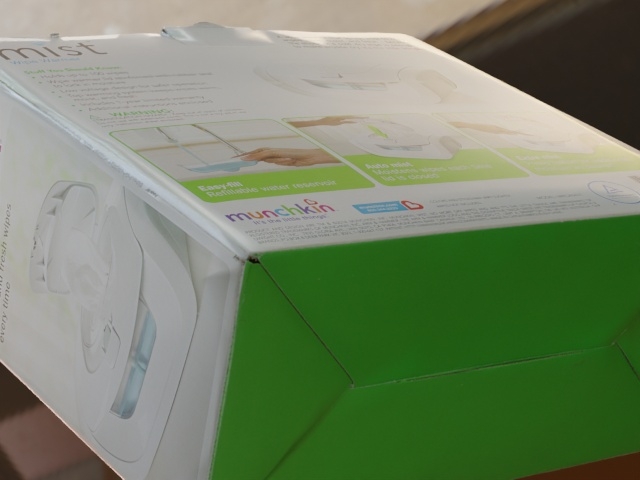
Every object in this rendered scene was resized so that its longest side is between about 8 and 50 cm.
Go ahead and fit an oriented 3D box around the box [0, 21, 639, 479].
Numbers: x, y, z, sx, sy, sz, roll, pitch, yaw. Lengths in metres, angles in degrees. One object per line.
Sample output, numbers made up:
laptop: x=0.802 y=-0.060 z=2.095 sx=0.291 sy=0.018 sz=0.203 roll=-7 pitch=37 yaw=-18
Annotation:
box: x=0.000 y=0.000 z=0.808 sx=0.231 sy=0.262 sz=0.126 roll=32 pitch=120 yaw=45
